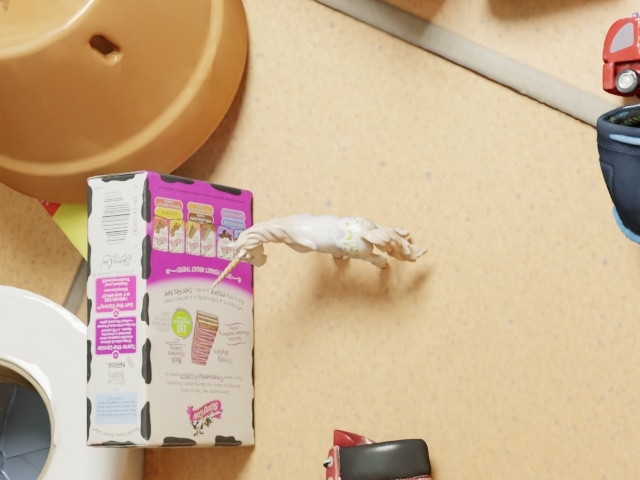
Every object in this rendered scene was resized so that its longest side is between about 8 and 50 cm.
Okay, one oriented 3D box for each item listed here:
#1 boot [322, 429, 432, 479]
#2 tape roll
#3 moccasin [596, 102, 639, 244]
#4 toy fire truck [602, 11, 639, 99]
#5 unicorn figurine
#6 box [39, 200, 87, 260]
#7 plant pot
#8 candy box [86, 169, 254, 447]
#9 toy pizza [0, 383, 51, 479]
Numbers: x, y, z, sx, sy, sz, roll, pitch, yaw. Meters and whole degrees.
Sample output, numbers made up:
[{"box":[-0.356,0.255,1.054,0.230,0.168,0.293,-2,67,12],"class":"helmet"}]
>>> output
[{"box":[-0.002,0.261,1.596,0.244,0.088,0.176,-24,72,20],"class":"boot"},{"box":[-0.303,0.187,1.713,0.286,0.100,0.286,-1,73,3],"class":"tape roll"},{"box":[0.351,-0.084,1.361,0.342,0.137,0.117,-18,109,29],"class":"moccasin"},{"box":[0.310,-0.183,1.466,0.192,0.047,0.135,-3,83,33],"class":"toy fire truck"},{"box":[0.000,0.000,1.605,0.162,0.111,0.060,-14,78,31],"class":"unicorn figurine"},{"box":[-0.226,-0.054,1.770,0.058,0.087,0.232,-50,63,18],"class":"box"},{"box":[-0.231,-0.204,1.666,0.291,0.203,0.290,-6,66,14],"class":"plant pot"},{"box":[-0.130,0.065,1.653,0.071,0.159,0.233,-6,81,33],"class":"candy box"},{"box":[-0.304,0.212,1.822,0.201,0.032,0.201,-3,84,31],"class":"toy pizza"}]
